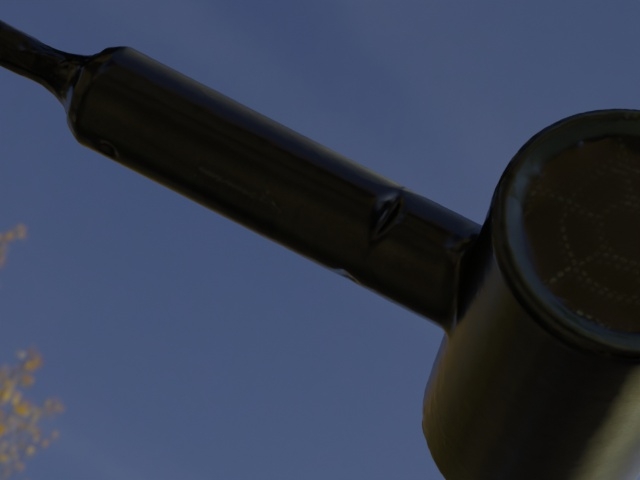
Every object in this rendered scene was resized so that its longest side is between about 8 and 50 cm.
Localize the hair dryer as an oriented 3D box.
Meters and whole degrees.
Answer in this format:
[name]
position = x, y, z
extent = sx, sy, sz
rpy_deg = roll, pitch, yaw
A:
[hair dryer]
position = 0.000, 0.000, 0.631
extent = 0.248, 0.078, 0.195
rpy_deg = 29, -27, 8
